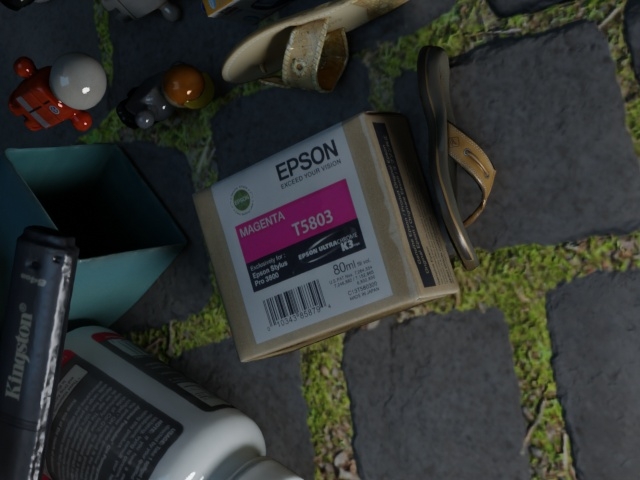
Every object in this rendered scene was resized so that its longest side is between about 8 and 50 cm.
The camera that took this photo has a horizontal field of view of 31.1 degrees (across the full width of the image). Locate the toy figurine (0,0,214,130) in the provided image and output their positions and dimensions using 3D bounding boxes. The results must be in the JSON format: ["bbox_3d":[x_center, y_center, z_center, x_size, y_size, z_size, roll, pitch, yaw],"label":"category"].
[{"bbox_3d":[-0.231,-0.224,1.243,0.148,0.210,0.213,-15,80,50],"label":"toy figurine"}]

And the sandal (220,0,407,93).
[{"bbox_3d":[0.001,-0.190,1.165,0.240,0.088,0.079,-27,71,26],"label":"sandal"}]

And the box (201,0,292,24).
[{"bbox_3d":[-0.060,-0.264,1.206,0.136,0.081,0.028,-27,78,32],"label":"box"}]

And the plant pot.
[{"bbox_3d":[-0.307,0.031,1.339,0.165,0.165,0.234,51,124,21],"label":"plant pot"}]

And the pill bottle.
[{"bbox_3d":[-0.172,0.234,1.241,0.318,0.176,0.176,27,106,30],"label":"pill bottle"}]

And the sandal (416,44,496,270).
[{"bbox_3d":[0.135,-0.082,1.097,0.060,0.090,0.219,-8,80,12],"label":"sandal"}]

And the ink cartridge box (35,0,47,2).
[{"bbox_3d":[-0.336,-0.379,1.396,0.109,0.063,0.150,-13,84,33],"label":"ink cartridge box"}]

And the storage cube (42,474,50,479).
[{"bbox_3d":[-0.306,0.397,1.319,0.193,0.215,0.183,36,110,21],"label":"storage cube"}]

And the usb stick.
[{"bbox_3d":[-0.301,0.125,1.191,0.077,0.045,0.278,16,98,33],"label":"usb stick"}]

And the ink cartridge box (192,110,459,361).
[{"bbox_3d":[0.000,0.000,1.173,0.235,0.088,0.193,-23,80,33],"label":"ink cartridge box"}]
